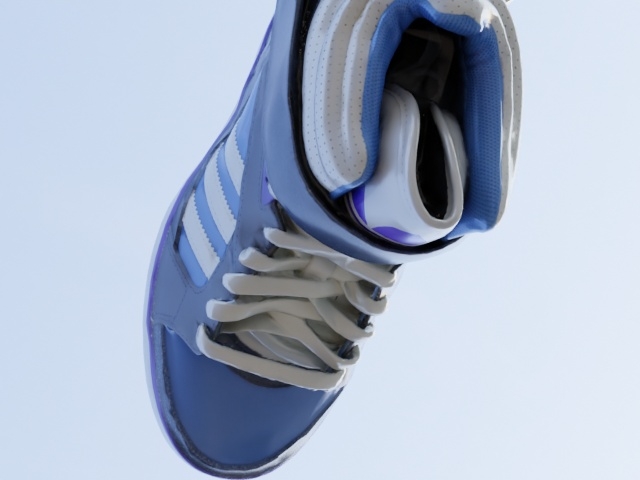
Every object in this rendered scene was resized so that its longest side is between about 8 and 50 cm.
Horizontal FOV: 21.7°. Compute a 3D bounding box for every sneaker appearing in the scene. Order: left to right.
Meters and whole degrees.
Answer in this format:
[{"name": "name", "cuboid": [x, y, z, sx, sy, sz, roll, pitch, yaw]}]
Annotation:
[{"name": "sneaker", "cuboid": [0.001, 0.000, 0.837, 0.130, 0.236, 0.323, 18, -82, -13]}]

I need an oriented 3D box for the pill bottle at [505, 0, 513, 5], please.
[{"name": "pill bottle", "cuboid": [0.058, -0.241, 1.368, 0.117, 0.208, 0.118, -3, -87, -56]}]
